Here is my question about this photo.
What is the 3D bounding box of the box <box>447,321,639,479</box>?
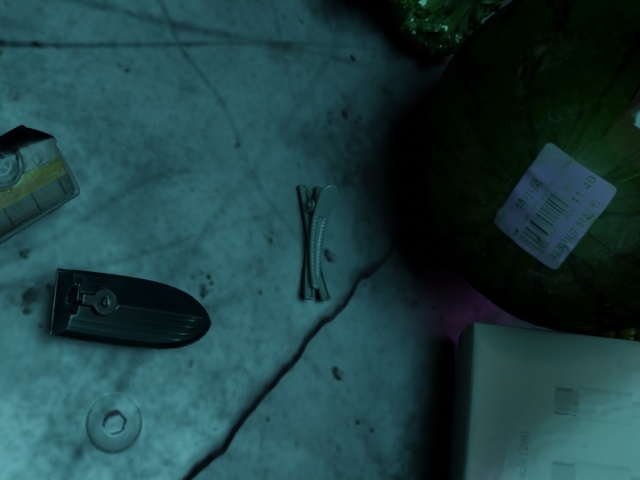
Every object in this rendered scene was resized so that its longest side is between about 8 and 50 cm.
[{"bbox_3d":[0.255,0.199,0.815,0.251,0.106,0.203,7,75,4],"label":"box"}]

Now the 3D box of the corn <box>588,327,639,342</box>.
[{"bbox_3d":[0.367,0.128,0.956,0.131,0.131,0.345,16,71,-29],"label":"corn"}]

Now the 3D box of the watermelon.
[{"bbox_3d":[0.261,-0.084,0.807,0.363,0.363,0.363,8,75,-32],"label":"watermelon"}]

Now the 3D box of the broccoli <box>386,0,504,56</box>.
[{"bbox_3d":[0.157,-0.317,0.848,0.254,0.269,0.269,-32,97,-27],"label":"broccoli"}]

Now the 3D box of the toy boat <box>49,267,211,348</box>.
[{"bbox_3d":[-0.147,0.059,0.681,0.141,0.060,0.055,13,72,-38],"label":"toy boat"}]

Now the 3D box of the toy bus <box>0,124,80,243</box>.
[{"bbox_3d":[-0.264,-0.019,0.622,0.172,0.057,0.072,-40,111,-33],"label":"toy bus"}]

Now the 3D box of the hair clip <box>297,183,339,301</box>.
[{"bbox_3d":[-0.001,0.000,0.801,0.030,0.039,0.115,5,79,-27],"label":"hair clip"}]
